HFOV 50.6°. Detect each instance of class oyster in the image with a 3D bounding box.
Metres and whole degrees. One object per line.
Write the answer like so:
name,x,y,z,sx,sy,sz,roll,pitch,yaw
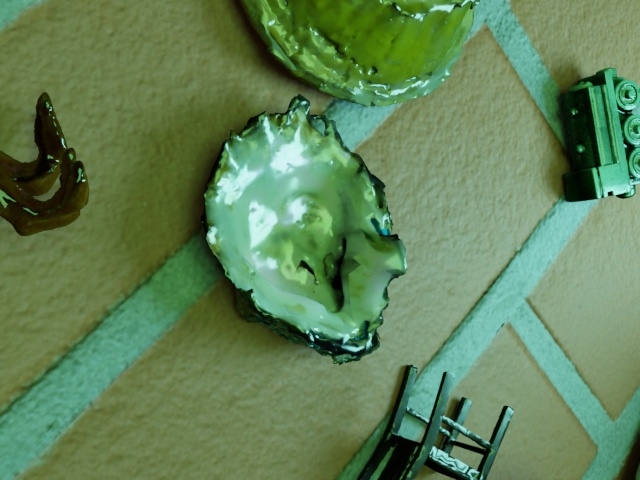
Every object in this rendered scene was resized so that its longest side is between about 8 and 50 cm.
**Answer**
oyster,-0.005,0.000,0.654,0.198,0.092,0.260,-42,98,-24

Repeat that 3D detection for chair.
chair,0.104,0.248,0.702,0.101,0.084,0.212,33,73,-20

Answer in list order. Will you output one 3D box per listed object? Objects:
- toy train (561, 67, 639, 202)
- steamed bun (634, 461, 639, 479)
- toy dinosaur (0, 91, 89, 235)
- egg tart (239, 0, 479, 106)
toy train,0.363,-0.134,0.872,0.111,0.071,0.171,-12,93,-22
steamed bun,0.630,0.330,0.824,0.290,0.371,0.456,40,73,-23
toy dinosaur,-0.276,-0.023,0.498,0.208,0.097,0.432,-12,90,-15
egg tart,0.058,-0.288,0.681,0.315,0.120,0.315,2,86,-28
